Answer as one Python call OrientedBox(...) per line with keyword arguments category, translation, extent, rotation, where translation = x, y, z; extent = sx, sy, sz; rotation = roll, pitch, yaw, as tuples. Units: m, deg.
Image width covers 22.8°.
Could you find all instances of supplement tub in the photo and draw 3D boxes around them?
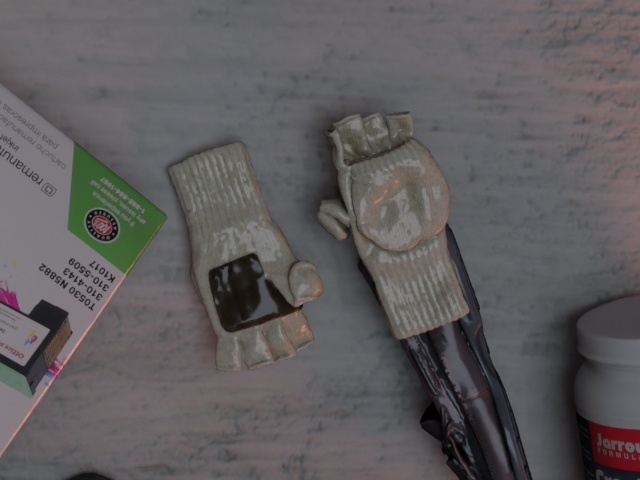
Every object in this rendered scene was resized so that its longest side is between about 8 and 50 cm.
OrientedBox(category="supplement tub", translation=(0.340, 0.197, 1.485), extent=(0.191, 0.191, 0.272), rotation=(-13, 102, -15))

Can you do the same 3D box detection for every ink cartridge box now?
OrientedBox(category="ink cartridge box", translation=(-0.290, 0.035, 1.278), extent=(0.201, 0.117, 0.278), rotation=(39, 71, -18))

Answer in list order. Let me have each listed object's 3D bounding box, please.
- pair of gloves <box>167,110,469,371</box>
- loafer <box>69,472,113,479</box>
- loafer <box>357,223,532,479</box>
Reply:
OrientedBox(category="pair of gloves", translation=(0.000, 0.000, 1.390), extent=(0.240, 0.042, 0.204), rotation=(-12, 95, 2))
OrientedBox(category="loafer", translation=(-0.133, 0.316, 1.416), extent=(0.267, 0.084, 0.096), rotation=(43, 85, -18))
OrientedBox(category="loafer", translation=(0.121, 0.134, 1.469), extent=(0.095, 0.109, 0.303), rotation=(-18, 96, 5))
